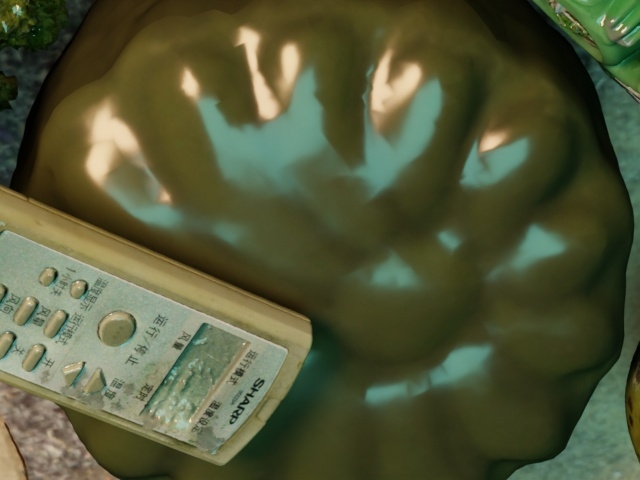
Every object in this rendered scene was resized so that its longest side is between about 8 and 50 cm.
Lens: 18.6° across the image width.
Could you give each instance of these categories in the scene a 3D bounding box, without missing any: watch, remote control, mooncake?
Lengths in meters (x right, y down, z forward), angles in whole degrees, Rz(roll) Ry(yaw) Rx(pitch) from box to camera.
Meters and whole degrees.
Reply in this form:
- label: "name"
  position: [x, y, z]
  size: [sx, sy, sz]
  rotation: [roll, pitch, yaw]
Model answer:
- label: "watch"
  position: [0.187, -0.167, 1.073]
  size: [0.165, 0.131, 0.152]
  rotation: [41, 94, -16]
- label: "remote control"
  position: [-0.122, 0.038, 0.984]
  size: [0.233, 0.038, 0.098]
  rotation: [24, 118, -24]
- label: "mooncake"
  position: [0.000, 0.000, 1.113]
  size: [0.356, 0.194, 0.356]
  rotation: [1, 121, 1]

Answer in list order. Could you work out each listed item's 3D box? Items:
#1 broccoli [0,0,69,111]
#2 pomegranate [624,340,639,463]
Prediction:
- label: "broccoli"
  position: [-0.303, -0.105, 1.031]
  size: [0.321, 0.304, 0.283]
  rotation: [14, 149, -5]
- label: "pomegranate"
  position: [0.304, 0.097, 1.192]
  size: [0.222, 0.276, 0.204]
  rotation: [9, 82, 17]
